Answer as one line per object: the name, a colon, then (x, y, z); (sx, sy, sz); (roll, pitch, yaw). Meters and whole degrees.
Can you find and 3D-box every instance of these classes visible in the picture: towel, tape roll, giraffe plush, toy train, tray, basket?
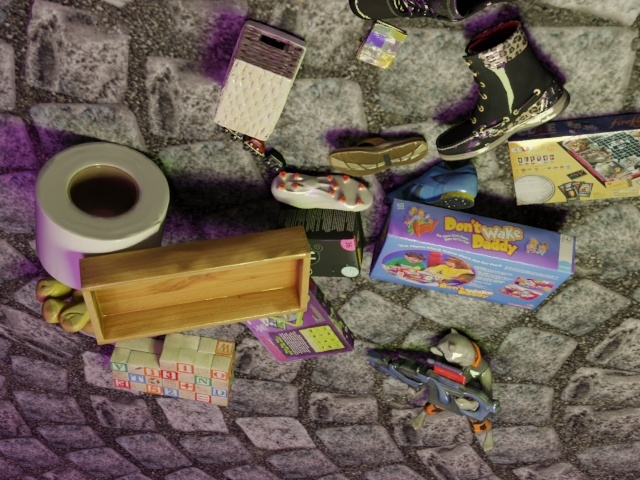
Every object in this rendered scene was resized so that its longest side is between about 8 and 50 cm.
towel: (0.100, -0.318, 1.460); (0.060, 0.009, 0.083); (21, 139, -12)
tape roll: (-0.420, -0.045, 1.712); (0.246, 0.246, 0.169); (16, 140, -6)
giraffe plush: (-0.521, 0.143, 2.048); (0.210, 0.181, 0.170); (-26, 151, -10)
toy train: (-0.124, -0.179, 1.658); (0.158, 0.027, 0.036); (37, 130, -28)
tray: (-0.230, 0.085, 1.689); (0.411, 0.076, 0.202); (-8, 145, -9)
basket: (-0.104, -0.262, 1.496); (0.113, 0.103, 0.167); (19, 140, -9)

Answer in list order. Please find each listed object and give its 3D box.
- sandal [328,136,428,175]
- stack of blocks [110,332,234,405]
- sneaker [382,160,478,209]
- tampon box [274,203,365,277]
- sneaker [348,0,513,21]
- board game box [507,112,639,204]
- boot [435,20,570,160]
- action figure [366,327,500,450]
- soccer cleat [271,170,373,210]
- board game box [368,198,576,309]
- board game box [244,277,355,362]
sandal: (0.103, -0.162, 1.620); (0.180, 0.049, 0.072); (-11, 143, 3)
stack of blocks: (-0.369, 0.314, 2.244); (0.297, 0.087, 0.171); (9, 140, 2)
sneaker: (0.207, -0.098, 1.666); (0.069, 0.082, 0.209); (22, 160, -40)
tampon box: (0.000, 0.000, 1.784); (0.161, 0.101, 0.120); (0, 140, 12)
sneaker: (0.165, -0.370, 1.296); (0.283, 0.124, 0.107); (-12, 135, 25)
board game box: (0.460, -0.140, 1.568); (0.243, 0.042, 0.165); (-4, 138, 16)
boot: (0.264, -0.242, 1.459); (0.236, 0.085, 0.178); (-24, 128, 25)
action figure: (0.290, 0.330, 2.116); (0.341, 0.178, 0.330); (25, 139, 26)
soccer cleat: (0.003, -0.090, 1.714); (0.196, 0.068, 0.076); (9, 155, 3)
board game box: (0.285, 0.033, 1.731); (0.347, 0.078, 0.233); (12, 158, -2)
board game box: (-0.085, 0.154, 2.030); (0.208, 0.056, 0.347); (-15, 134, 21)
